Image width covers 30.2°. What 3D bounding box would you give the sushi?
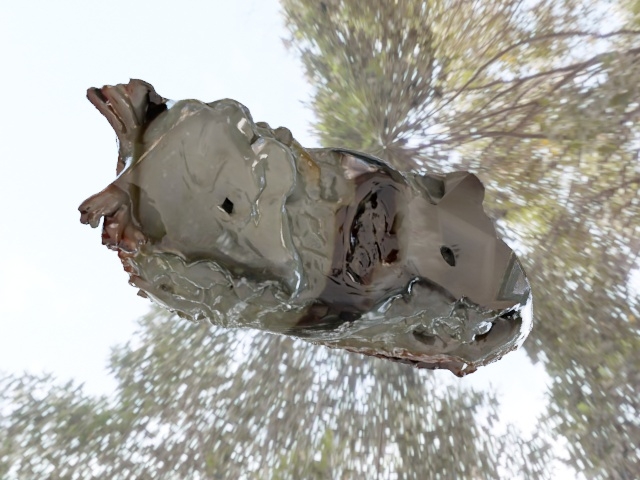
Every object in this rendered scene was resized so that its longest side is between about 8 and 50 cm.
[{"bbox_3d":[0.000,0.000,0.748,0.332,0.130,0.124,14,-120,-21],"label":"sushi"}]
